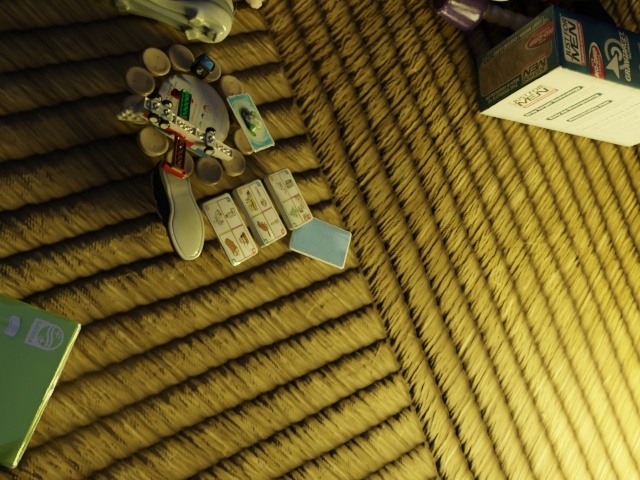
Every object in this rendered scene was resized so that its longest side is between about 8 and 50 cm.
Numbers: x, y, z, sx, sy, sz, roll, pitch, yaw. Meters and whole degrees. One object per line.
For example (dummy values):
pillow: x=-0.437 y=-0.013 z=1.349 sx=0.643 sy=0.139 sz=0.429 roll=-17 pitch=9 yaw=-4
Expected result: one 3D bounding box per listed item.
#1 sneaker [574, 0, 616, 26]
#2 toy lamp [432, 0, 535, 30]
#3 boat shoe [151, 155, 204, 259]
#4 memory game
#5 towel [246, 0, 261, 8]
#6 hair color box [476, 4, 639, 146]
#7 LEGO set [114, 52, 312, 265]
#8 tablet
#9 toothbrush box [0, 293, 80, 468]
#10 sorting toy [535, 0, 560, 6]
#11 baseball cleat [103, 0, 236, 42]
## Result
sneaker: x=0.512 y=-0.372 z=1.118 sx=0.089 sy=0.051 sz=0.170 roll=-31 pitch=86 yaw=-25
toy lamp: x=0.308 y=-0.364 z=1.009 sx=0.274 sy=0.080 sz=0.080 roll=8 pitch=75 yaw=-27
boat shoe: x=-0.172 y=-0.035 z=0.725 sx=0.046 sy=0.038 sz=0.125 roll=-13 pitch=84 yaw=-43
memory game: x=-0.155 y=-0.154 z=0.749 sx=0.186 sy=0.012 sz=0.186 roll=16 pitch=64 yaw=-36
towel: x=-0.130 y=-0.509 z=0.818 sx=0.332 sy=0.053 sz=0.317 roll=40 pitch=56 yaw=-12
hair color box: x=0.446 y=-0.252 z=0.992 sx=0.347 sy=0.174 sz=0.105 roll=5 pitch=76 yaw=-25
LEGO set: x=-0.122 y=-0.101 z=0.734 sx=0.182 sy=0.060 sz=0.244 roll=-35 pitch=99 yaw=-55
tablet: x=0.000 y=0.000 z=0.818 sx=0.083 sy=0.006 sz=0.054 roll=22 pitch=70 yaw=-21
toothbrush box: x=-0.367 y=0.079 z=0.513 sx=0.283 sy=0.206 sz=0.122 roll=27 pitch=69 yaw=-19
sorting toy: x=0.348 y=-0.415 z=0.994 sx=0.132 sy=0.274 sz=0.046 roll=-12 pitch=125 yaw=-53
baseball cleat: x=-0.205 y=-0.323 z=0.768 sx=0.205 sy=0.072 sz=0.110 roll=25 pitch=55 yaw=-24
